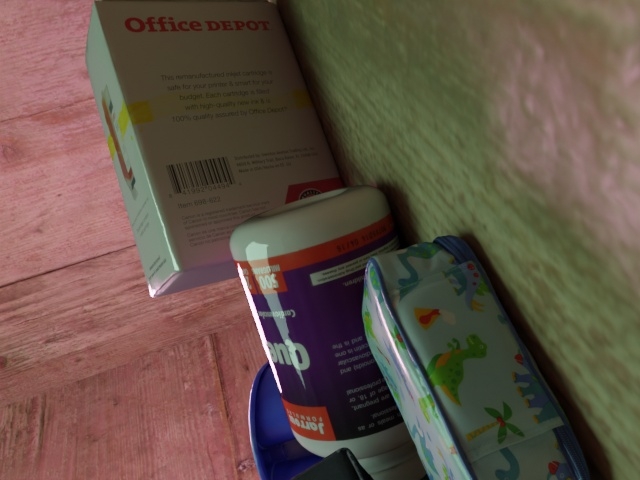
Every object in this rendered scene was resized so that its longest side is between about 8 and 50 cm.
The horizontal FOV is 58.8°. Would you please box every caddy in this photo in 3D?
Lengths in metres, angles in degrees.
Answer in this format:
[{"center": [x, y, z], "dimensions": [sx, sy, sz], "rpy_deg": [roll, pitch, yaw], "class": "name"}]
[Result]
[{"center": [-0.003, 0.293, 0.948], "dimensions": [0.241, 0.179, 0.341], "rpy_deg": [71, -161, -1], "class": "caddy"}]

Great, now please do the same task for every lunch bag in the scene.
[{"center": [0.105, 0.118, 0.449], "dimensions": [0.176, 0.090, 0.219], "rpy_deg": [84, 165, -56], "class": "lunch bag"}]

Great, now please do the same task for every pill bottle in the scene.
[{"center": [0.028, 0.111, 0.642], "dimensions": [0.181, 0.182, 0.322], "rpy_deg": [-150, 42, -79], "class": "pill bottle"}]

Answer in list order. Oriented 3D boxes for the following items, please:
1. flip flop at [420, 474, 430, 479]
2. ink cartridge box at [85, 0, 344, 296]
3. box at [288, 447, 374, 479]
[{"center": [0.135, 0.410, 0.962], "dimensions": [0.080, 0.112, 0.277], "rpy_deg": [57, 168, -3], "class": "flip flop"}, {"center": [-0.151, -0.144, 0.833], "dimensions": [0.160, 0.279, 0.384], "rpy_deg": [-33, 73, 57], "class": "ink cartridge box"}, {"center": [-0.030, 0.544, 0.563], "dimensions": [0.471, 0.480, 0.297], "rpy_deg": [58, 180, -37], "class": "box"}]
